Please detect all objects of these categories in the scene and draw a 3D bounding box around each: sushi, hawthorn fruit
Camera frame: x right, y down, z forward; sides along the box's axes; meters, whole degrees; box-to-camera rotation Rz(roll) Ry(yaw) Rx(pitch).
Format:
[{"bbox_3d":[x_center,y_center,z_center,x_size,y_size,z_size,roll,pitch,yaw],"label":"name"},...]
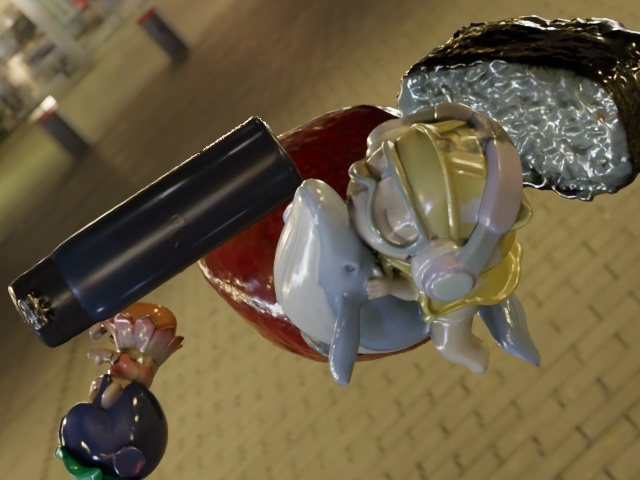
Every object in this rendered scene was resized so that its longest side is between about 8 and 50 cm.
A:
[{"bbox_3d":[0.177,-0.114,1.340,0.225,0.124,0.127,7,33,40],"label":"sushi"},{"bbox_3d":[0.000,0.000,1.737,0.307,0.265,0.265,0,39,35],"label":"hawthorn fruit"}]

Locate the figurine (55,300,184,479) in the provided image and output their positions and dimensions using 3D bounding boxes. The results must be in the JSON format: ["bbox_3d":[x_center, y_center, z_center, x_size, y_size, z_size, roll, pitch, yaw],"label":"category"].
[{"bbox_3d":[-0.176,0.139,1.475,0.111,0.102,0.195,68,-151,-62],"label":"figurine"}]

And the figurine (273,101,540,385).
[{"bbox_3d":[0.059,0.006,0.976,0.184,0.208,0.128,-41,51,27],"label":"figurine"}]

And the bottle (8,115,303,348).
[{"bbox_3d":[-0.130,-0.004,1.312,0.244,0.072,0.082,-33,2,-4],"label":"bottle"}]
